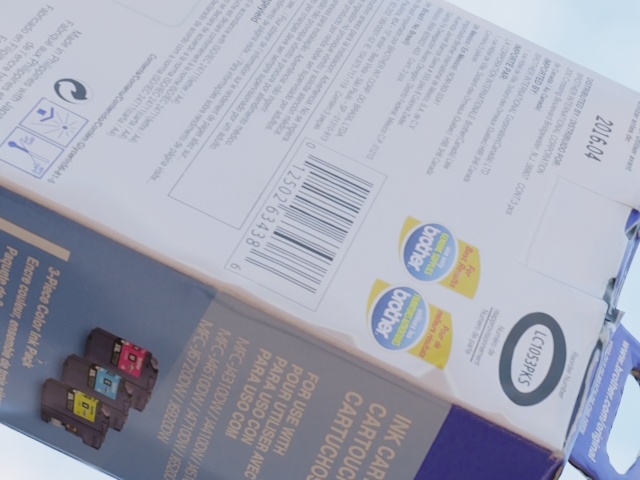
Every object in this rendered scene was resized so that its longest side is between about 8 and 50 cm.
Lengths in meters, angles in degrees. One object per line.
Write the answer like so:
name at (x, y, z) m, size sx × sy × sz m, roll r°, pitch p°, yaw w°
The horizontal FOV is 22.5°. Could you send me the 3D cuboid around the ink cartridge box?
ink cartridge box at (0.000, 0.000, 0.767) m, size 0.395 × 0.270 × 0.151 m, roll 24°, pitch -48°, yaw 4°
